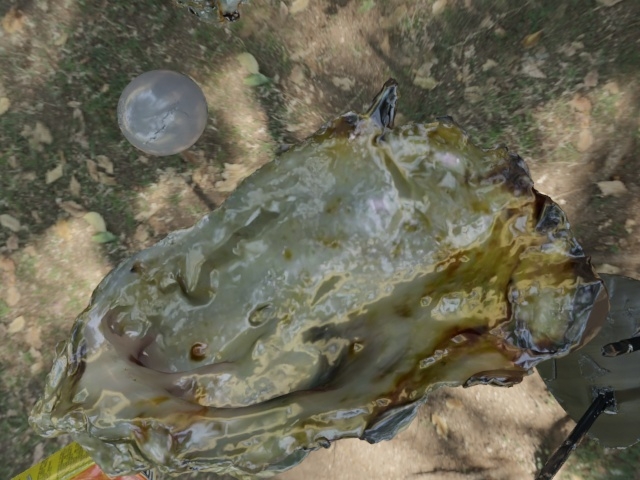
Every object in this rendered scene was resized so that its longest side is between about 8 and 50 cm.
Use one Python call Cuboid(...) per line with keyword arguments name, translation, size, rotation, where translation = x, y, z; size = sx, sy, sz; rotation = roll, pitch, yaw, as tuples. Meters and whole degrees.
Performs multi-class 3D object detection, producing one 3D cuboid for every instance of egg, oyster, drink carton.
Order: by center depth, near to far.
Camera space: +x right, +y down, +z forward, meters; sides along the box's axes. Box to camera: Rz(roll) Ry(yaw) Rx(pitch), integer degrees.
Cuboid(name="oyster", translation=(-0.023, 0.064, 0.407), size=(0.361, 0.221, 0.096), rotation=(-35, 132, 6))
Cuboid(name="egg", translation=(-0.272, -0.219, 1.151), size=(0.147, 0.198, 0.146), rotation=(2, 114, 5))
Cuboid(name="drink carton", translation=(-0.540, 0.538, 1.436), size=(0.351, 0.111, 0.154), rotation=(-31, 122, 9))

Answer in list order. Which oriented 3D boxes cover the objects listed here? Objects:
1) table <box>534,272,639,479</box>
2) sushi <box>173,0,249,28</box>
Cuboid(name="table", translation=(0.397, 0.226, 1.058), size=(0.317, 0.249, 0.317), rotation=(14, 110, 46))
Cuboid(name="sushi", translation=(-0.141, -0.550, 1.073), size=(0.176, 0.417, 0.417), rotation=(39, 98, 3))
